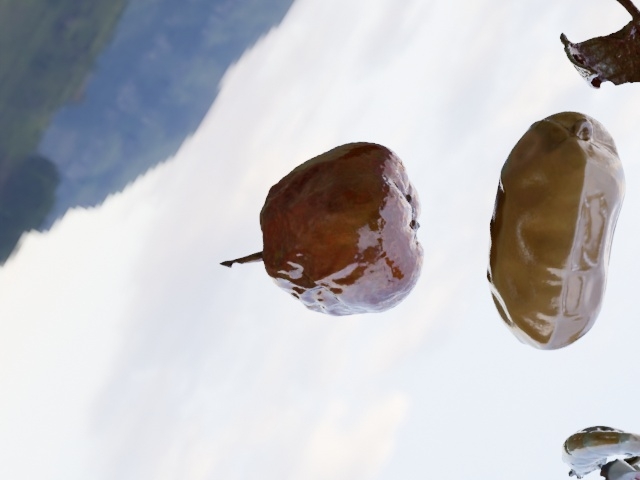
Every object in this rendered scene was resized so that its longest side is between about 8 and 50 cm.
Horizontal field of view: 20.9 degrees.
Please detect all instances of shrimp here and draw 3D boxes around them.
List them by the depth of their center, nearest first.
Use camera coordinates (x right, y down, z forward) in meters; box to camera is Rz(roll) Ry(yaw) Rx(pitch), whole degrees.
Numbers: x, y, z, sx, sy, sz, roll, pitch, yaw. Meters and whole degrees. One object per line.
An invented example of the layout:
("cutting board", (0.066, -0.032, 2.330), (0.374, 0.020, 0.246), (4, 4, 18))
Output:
("shrimp", (0.423, 0.305, 2.523), (0.254, 0.145, 0.059), (67, 21, -70))

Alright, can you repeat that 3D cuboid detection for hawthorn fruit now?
("hawthorn fruit", (0.000, 0.000, 2.031), (0.243, 0.207, 0.207), (-14, -153, 8))

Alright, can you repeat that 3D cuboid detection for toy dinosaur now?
("toy dinosaur", (0.464, -0.293, 2.315), (0.113, 0.327, 0.206), (118, -37, -63))

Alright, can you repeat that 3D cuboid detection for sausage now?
("sausage", (0.230, -0.011, 1.697), (0.136, 0.120, 0.241), (42, -47, 54))

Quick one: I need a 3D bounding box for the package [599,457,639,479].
("package", (0.420, 0.265, 1.845), (0.194, 0.269, 0.071), (-43, -143, 20))
